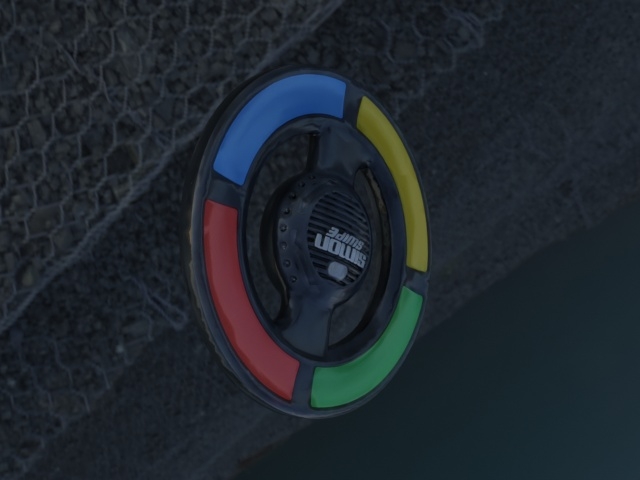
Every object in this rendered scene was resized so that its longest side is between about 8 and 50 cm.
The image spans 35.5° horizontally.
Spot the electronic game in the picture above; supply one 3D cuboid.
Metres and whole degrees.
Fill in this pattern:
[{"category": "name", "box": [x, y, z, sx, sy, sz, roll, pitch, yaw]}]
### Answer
[{"category": "electronic game", "box": [0.000, 0.000, 0.650, 0.229, 0.048, 0.229, 4, 84, -48]}]
